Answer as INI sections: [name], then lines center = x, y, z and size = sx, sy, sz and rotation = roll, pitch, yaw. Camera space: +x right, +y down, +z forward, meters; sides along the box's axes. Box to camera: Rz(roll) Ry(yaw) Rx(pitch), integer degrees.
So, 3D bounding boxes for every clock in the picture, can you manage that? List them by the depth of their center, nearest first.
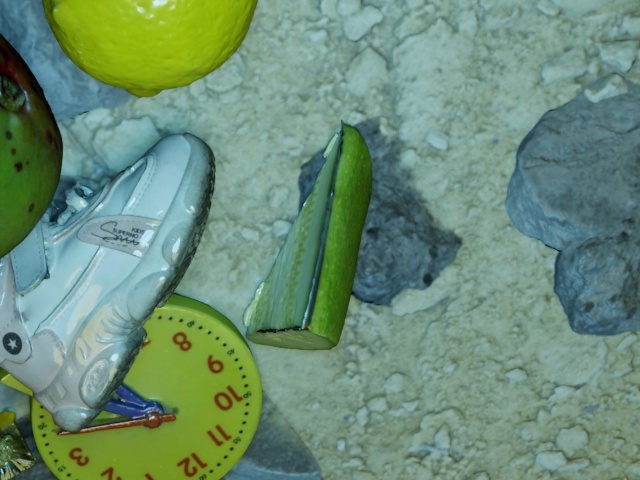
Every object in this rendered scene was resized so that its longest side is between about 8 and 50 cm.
[clock]
center = -0.207, 0.196, 1.796
size = 0.277, 0.071, 0.293
rotation = -40, 119, 5

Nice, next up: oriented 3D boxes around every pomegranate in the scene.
[pomegranate]
center = -0.427, -0.087, 1.486
size = 0.323, 0.291, 0.291
rotation = -23, 119, 2

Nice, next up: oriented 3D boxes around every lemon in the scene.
[lemon]
center = -0.168, -0.275, 1.501
size = 0.233, 0.233, 0.288
rotation = 1, 116, -17

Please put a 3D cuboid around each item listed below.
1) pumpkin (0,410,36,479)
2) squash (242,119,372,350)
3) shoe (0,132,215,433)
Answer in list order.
[pumpkin]
center = -0.383, 0.250, 1.782
size = 0.083, 0.054, 0.074
rotation = -26, 123, -8
[squash]
center = 0.000, 0.000, 1.794
size = 0.093, 0.169, 0.252
rotation = 18, 75, -26
[shoe]
center = -0.254, 0.021, 1.644
size = 0.198, 0.172, 0.351
rotation = 29, 89, -2
